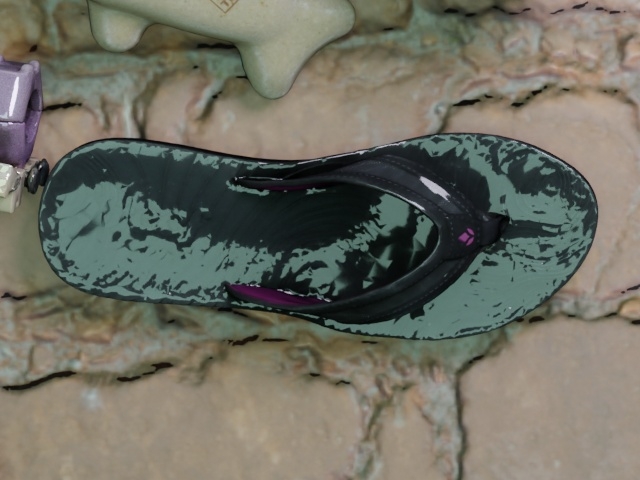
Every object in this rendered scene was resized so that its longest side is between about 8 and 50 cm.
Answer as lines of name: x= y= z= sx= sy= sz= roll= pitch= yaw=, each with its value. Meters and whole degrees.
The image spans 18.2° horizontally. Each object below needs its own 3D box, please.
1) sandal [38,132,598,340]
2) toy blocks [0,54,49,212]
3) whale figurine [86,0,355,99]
sandal: x=-0.001 y=0.002 z=1.575 sx=0.445 sy=0.107 sz=0.168 roll=0 pitch=100 yaw=1
toy blocks: x=-0.365 y=-0.163 z=1.468 sx=0.309 sy=0.288 sz=0.260 roll=10 pitch=104 yaw=3
whale figurine: x=-0.098 y=-0.233 z=1.547 sx=0.216 sy=0.141 sz=0.272 roll=-46 pitch=119 yaw=8
